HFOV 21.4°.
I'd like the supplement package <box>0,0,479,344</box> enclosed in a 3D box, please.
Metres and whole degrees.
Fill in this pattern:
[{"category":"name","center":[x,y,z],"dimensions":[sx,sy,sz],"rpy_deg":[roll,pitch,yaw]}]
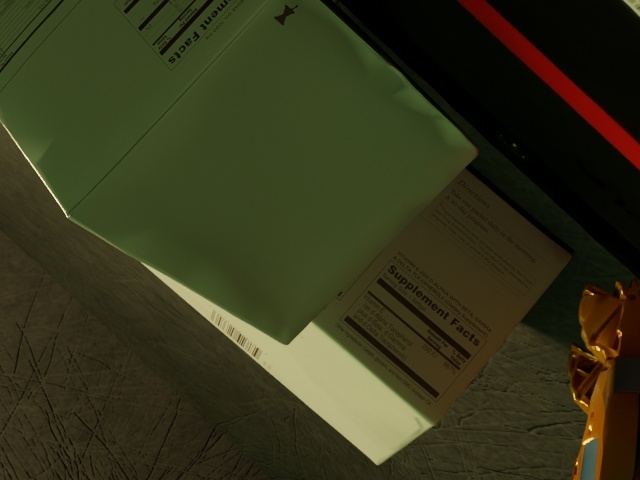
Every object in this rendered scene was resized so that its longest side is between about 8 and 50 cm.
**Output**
[{"category":"supplement package","center":[-0.066,-0.088,0.861],"dimensions":[0.203,0.149,0.194],"rpy_deg":[50,-171,38]}]

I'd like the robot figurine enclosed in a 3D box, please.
[{"category":"robot figurine","center":[0.169,0.182,0.961],"dimensions":[0.085,0.291,0.211],"rpy_deg":[7,157,8]}]

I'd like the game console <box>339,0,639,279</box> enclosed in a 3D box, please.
[{"category":"game console","center":[0.093,-0.100,0.684],"dimensions":[0.386,0.060,0.342],"rpy_deg":[42,173,-4]}]

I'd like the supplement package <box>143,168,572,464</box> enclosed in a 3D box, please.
[{"category":"supplement package","center":[0.000,0.000,1.118],"dimensions":[0.262,0.145,0.204],"rpy_deg":[41,165,3]}]
